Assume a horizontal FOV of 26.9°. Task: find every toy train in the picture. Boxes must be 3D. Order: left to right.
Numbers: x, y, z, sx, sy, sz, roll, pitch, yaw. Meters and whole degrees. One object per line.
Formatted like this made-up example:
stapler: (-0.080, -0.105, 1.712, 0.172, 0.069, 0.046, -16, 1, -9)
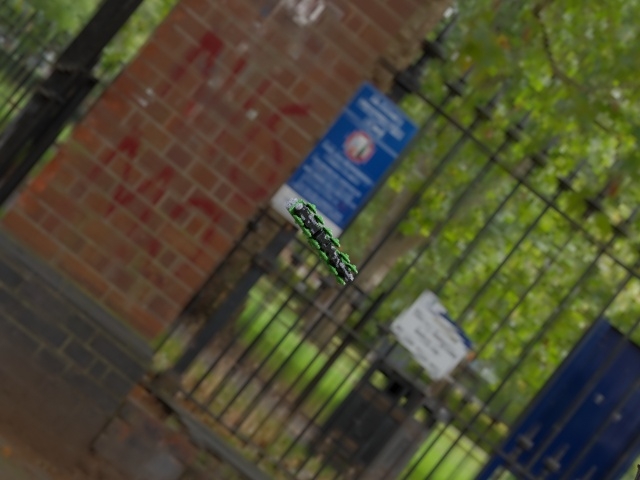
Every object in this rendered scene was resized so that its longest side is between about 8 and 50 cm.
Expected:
toy train: (0.000, 0.000, 0.897, 0.023, 0.017, 0.083, 38, -13, 47)

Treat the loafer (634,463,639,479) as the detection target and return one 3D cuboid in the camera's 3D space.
loafer: (0.279, 0.206, 0.978, 0.170, 0.061, 0.062, 52, -19, -20)
